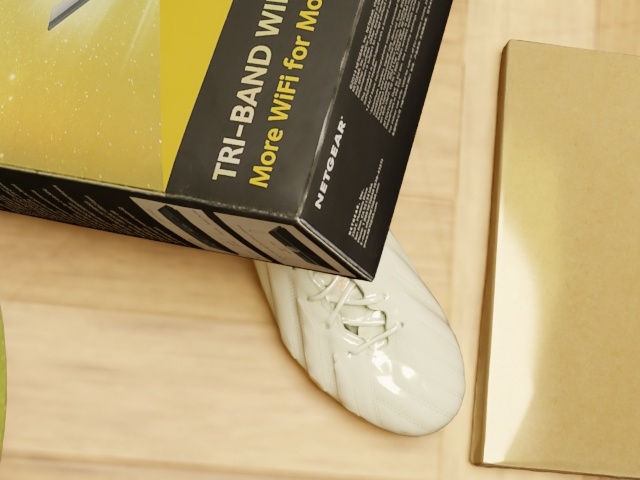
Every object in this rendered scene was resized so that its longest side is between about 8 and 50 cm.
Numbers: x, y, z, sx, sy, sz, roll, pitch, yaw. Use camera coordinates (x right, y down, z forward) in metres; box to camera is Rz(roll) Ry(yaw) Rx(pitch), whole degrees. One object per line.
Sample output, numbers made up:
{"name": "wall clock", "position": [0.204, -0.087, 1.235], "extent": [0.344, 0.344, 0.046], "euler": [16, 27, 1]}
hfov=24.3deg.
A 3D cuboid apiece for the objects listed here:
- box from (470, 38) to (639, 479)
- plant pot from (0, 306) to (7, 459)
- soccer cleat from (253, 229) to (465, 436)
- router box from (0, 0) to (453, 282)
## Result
{"name": "box", "position": [0.157, 0.012, 0.697], "extent": [0.164, 0.021, 0.201], "euler": [6, 79, -8]}
{"name": "plant pot", "position": [-0.271, 0.051, 0.508], "extent": [0.293, 0.275, 0.275], "euler": [1, 79, -34]}
{"name": "soccer cleat", "position": [0.000, 0.000, 0.645], "extent": [0.068, 0.076, 0.196], "euler": [-32, 87, -13]}
{"name": "router box", "position": [-0.058, -0.157, 0.603], "extent": [0.243, 0.081, 0.309], "euler": [10, 76, 25]}
